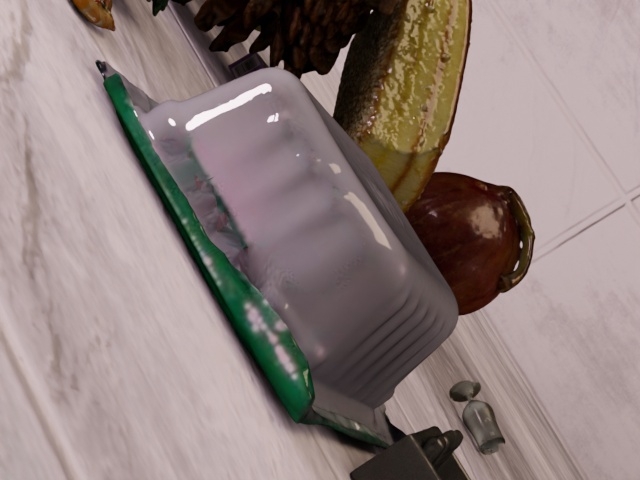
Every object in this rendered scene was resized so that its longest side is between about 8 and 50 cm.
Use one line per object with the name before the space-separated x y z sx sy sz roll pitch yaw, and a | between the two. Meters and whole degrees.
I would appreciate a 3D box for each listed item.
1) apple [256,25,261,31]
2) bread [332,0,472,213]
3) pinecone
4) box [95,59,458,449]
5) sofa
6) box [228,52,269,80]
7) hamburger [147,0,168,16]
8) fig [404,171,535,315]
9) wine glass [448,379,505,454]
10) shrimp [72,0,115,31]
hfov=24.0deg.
apple | -0.032 -0.434 1.796 0.320 0.312 0.360 -171 -105 -83
bread | 0.081 -0.142 1.572 0.111 0.234 0.184 22 -29 -11
pinecone | -0.051 -0.314 1.485 0.296 0.242 0.298 59 6 6
box | 0.000 0.000 1.004 0.264 0.106 0.337 60 8 17
sofa | 0.076 0.166 0.974 0.085 0.060 0.147 59 6 11
box | -0.053 -0.140 1.564 0.050 0.036 0.117 47 13 -55
hamburger | -0.176 -0.331 1.156 0.309 0.132 0.211 53 10 -26
fig | 0.174 0.001 1.918 0.205 0.205 0.205 56 7 -10
wine glass | 0.173 0.196 1.663 0.042 0.039 0.083 53 12 -49
shrimp | -0.166 -0.188 1.023 0.114 0.023 0.083 66 6 23
